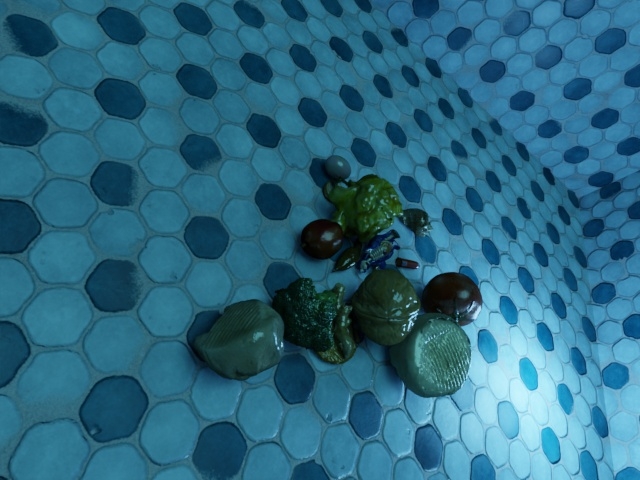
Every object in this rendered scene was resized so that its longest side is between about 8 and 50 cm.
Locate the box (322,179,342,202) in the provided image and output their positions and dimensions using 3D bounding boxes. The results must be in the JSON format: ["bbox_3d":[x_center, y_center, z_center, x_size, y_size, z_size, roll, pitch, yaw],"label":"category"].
[{"bbox_3d":[0.060,-0.221,2.016,0.105,0.037,0.105,17,58,-30],"label":"box"}]

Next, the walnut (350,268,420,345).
[{"bbox_3d":[0.257,0.257,1.739,0.252,0.277,0.313,32,12,-3],"label":"walnut"}]

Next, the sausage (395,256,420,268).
[{"bbox_3d":[0.424,0.112,2.122,0.145,0.048,0.050,10,23,-34],"label":"sausage"}]

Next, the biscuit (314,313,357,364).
[{"bbox_3d":[0.046,0.350,1.707,0.254,0.035,0.254,18,56,-29],"label":"biscuit"}]

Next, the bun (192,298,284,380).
[{"bbox_3d":[-0.230,0.323,1.386,0.281,0.281,0.205,-52,128,-42],"label":"bun"}]

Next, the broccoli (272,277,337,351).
[{"bbox_3d":[-0.030,0.256,1.562,0.269,0.254,0.269,26,51,-36],"label":"broccoli"}]

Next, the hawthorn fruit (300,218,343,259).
[{"bbox_3d":[0.000,0.000,1.775,0.188,0.169,0.169,-30,87,-44],"label":"hawthorn fruit"}]

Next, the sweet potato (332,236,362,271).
[{"bbox_3d":[0.137,0.060,1.906,0.075,0.075,0.269,49,44,-6],"label":"sweet potato"}]

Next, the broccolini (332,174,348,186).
[{"bbox_3d":[0.128,-0.257,2.036,0.194,0.054,0.052,18,38,-33],"label":"broccolini"}]

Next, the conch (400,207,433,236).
[{"bbox_3d":[0.481,-0.101,2.259,0.207,0.130,0.155,22,18,-1],"label":"conch"}]

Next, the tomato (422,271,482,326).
[{"bbox_3d":[0.598,0.266,2.031,0.265,0.265,0.265,18,58,-30],"label":"tomato"}]

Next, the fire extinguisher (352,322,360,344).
[{"bbox_3d":[0.141,0.366,1.735,0.028,0.022,0.083,36,40,-60],"label":"fire extinguisher"}]

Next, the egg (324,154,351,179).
[{"bbox_3d":[0.081,-0.335,2.047,0.135,0.103,0.103,32,51,-26],"label":"egg"}]

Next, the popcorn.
[{"bbox_3d":[0.205,-0.137,1.926,0.335,0.279,0.274,-43,124,-54],"label":"popcorn"}]

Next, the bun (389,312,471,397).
[{"bbox_3d":[0.449,0.475,1.845,0.359,0.211,0.360,9,69,-24],"label":"bun"}]

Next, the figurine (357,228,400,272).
[{"bbox_3d":[0.246,0.053,1.973,0.262,0.121,0.164,-28,125,-36],"label":"figurine"}]

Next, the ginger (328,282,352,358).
[{"bbox_3d":[0.086,0.303,1.692,0.089,0.075,0.288,-9,69,-6],"label":"ginger"}]
